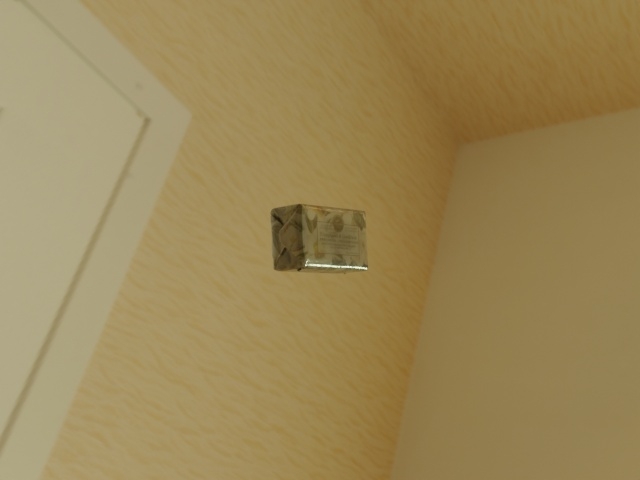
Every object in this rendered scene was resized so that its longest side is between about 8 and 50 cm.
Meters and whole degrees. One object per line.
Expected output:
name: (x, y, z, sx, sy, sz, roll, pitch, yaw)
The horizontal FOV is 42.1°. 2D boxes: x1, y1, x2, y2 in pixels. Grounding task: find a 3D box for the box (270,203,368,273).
box: (0.000, 0.000, 0.767, 0.045, 0.098, 0.062, -8, -96, 42)
